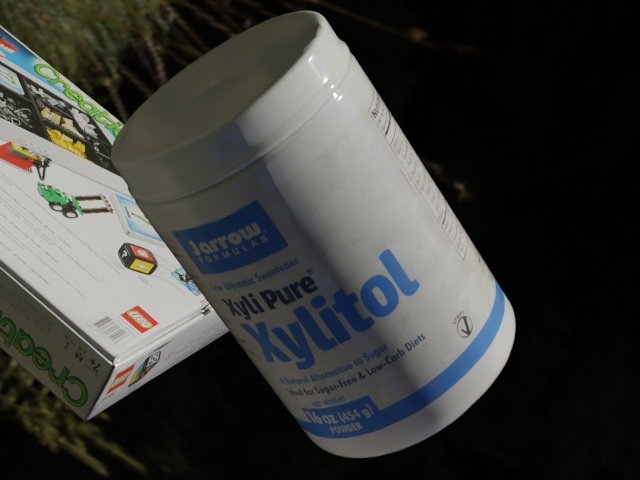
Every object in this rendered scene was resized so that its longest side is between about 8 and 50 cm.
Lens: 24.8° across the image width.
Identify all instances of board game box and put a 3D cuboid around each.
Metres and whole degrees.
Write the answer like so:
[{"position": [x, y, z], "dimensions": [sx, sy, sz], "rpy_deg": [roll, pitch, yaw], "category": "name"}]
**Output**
[{"position": [-0.188, -0.034, 0.909], "dimensions": [0.193, 0.305, 0.053], "rpy_deg": [-30, 154, -55], "category": "board game box"}]

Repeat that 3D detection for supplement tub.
[{"position": [0.000, 0.000, 0.398], "dimensions": [0.071, 0.071, 0.107], "rpy_deg": [-48, 116, -27], "category": "supplement tub"}]
